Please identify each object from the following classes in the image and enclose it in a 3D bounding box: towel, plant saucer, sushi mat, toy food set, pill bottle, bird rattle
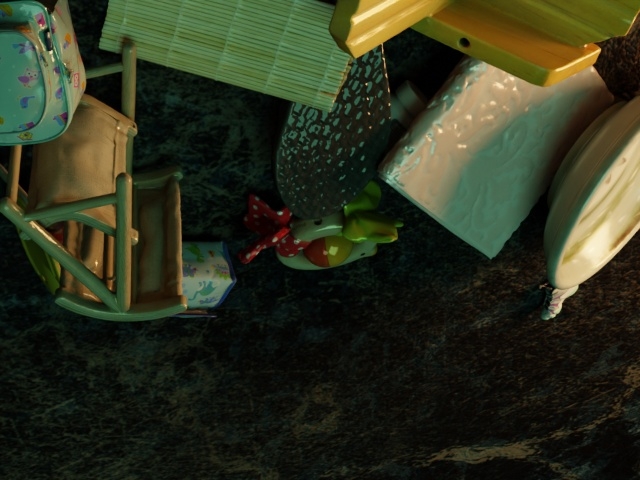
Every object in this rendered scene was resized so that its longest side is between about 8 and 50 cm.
[{"bbox_3d":[0.268,-0.163,1.664,0.332,0.053,0.317,-53,137,4],"label":"towel"},{"bbox_3d":[0.464,-0.107,1.784,0.400,0.100,0.400,-39,153,-25],"label":"plant saucer"},{"bbox_3d":[-0.112,-0.261,1.410,0.316,0.019,0.151,14,127,-7],"label":"sushi mat"},{"bbox_3d":[-0.371,-0.021,1.548,0.071,0.128,0.218,-31,136,-24],"label":"toy food set"},{"bbox_3d":[0.096,-0.165,1.638,0.137,0.078,0.078,-40,135,17],"label":"pill bottle"},{"bbox_3d":[0.000,0.000,1.731,0.253,0.143,0.207,-21,154,1],"label":"bird rattle"}]

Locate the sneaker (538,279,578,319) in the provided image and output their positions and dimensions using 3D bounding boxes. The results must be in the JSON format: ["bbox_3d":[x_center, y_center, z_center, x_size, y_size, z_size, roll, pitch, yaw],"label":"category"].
[{"bbox_3d":[0.424,0.100,2.082,0.069,0.038,0.098,21,112,-36],"label":"sneaker"}]

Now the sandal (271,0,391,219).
[{"bbox_3d":[0.010,-0.239,1.527,0.167,0.107,0.446,-7,122,-17],"label":"sandal"}]

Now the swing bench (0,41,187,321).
[{"bbox_3d":[-0.278,-0.064,1.422,0.165,0.253,0.255,-11,138,3],"label":"swing bench"}]

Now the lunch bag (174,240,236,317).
[{"bbox_3d":[-0.219,0.073,1.727,0.128,0.096,0.151,3,145,-30],"label":"lunch bag"}]

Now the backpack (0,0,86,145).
[{"bbox_3d":[-0.351,-0.192,1.249,0.165,0.144,0.188,-5,137,4],"label":"backpack"}]

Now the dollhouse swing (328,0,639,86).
[{"bbox_3d":[0.229,-0.327,1.288,0.315,0.305,0.347,27,133,6],"label":"dollhouse swing"}]
